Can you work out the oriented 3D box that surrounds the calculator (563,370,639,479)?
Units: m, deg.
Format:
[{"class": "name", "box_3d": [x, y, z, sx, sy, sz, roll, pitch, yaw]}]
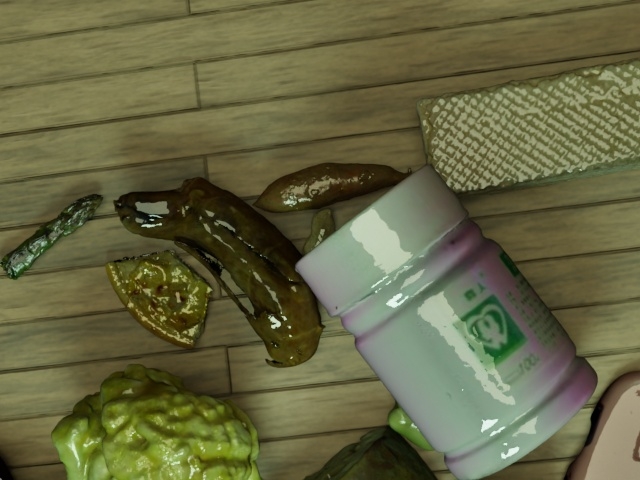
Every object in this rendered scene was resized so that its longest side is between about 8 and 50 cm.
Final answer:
[{"class": "calculator", "box_3d": [0.407, 0.317, 1.418, 0.220, 0.048, 0.329, 18, 86, 8]}]

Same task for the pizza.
[{"class": "pizza", "box_3d": [-0.203, 0.067, 1.499, 0.160, 0.036, 0.099, 43, 91, 6]}]

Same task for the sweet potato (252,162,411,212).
[{"class": "sweet potato", "box_3d": [0.014, -0.072, 1.475, 0.206, 0.068, 0.060, -7, 121, 3]}]

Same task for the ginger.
[{"class": "ginger", "box_3d": [-0.106, 0.022, 1.460, 0.309, 0.107, 0.133, 46, 108, 5]}]

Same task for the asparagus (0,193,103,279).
[{"class": "asparagus", "box_3d": [-0.350, -0.009, 1.521, 0.165, 0.030, 0.036, -37, 60, 4]}]

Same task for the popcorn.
[{"class": "popcorn", "box_3d": [-0.194, 0.254, 1.391, 0.256, 0.255, 0.194, -19, 48, 43]}]

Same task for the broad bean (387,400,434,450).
[{"class": "broad bean", "box_3d": [0.117, 0.228, 1.442, 0.083, 0.063, 0.045, 45, 70, -19]}]

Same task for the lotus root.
[{"class": "lotus root", "box_3d": [0.032, 0.338, 1.421, 0.235, 0.138, 0.119, -36, 94, -3]}]

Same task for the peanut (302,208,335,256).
[{"class": "peanut", "box_3d": [0.000, 0.000, 1.484, 0.037, 0.037, 0.083, 17, 84, 6]}]

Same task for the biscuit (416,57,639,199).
[{"class": "biscuit", "box_3d": [0.337, -0.149, 1.436, 0.426, 0.078, 0.143, -9, 85, 5]}]

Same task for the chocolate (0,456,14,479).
[{"class": "chocolate", "box_3d": [-0.433, 0.320, 1.484, 0.125, 0.080, 0.148, 8, 99, -5]}]

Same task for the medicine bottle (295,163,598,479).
[{"class": "medicine bottle", "box_3d": [0.147, 0.095, 1.366, 0.212, 0.212, 0.325, -38, 87, 2]}]
